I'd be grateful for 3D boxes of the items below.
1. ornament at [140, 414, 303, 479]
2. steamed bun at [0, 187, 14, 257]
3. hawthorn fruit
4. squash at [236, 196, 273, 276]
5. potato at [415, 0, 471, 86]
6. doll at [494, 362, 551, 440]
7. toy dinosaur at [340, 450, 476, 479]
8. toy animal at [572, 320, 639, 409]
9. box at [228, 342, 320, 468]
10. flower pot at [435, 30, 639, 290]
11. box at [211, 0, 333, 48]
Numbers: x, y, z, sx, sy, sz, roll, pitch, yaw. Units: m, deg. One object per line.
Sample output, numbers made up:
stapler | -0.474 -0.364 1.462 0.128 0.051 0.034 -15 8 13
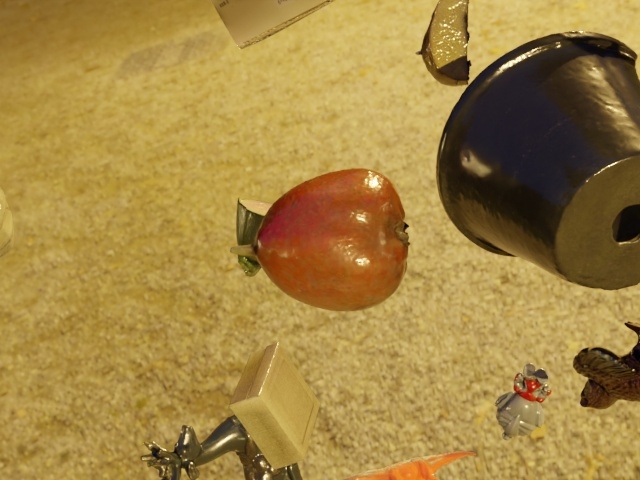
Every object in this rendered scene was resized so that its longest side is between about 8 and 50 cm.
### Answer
ornament | -0.150 0.338 1.243 0.236 0.202 0.080 -21 8 -25
steamed bun | -0.418 -0.062 0.943 0.144 0.218 0.211 -59 30 -2
hawthorn fruit | 0.000 0.000 1.245 0.251 0.199 0.199 -3 28 -3
squash | -0.106 0.006 1.482 0.105 0.132 0.105 17 13 -4
potato | 0.208 -0.351 1.551 0.089 0.172 0.100 -1 6 0
doll | 0.371 0.300 1.643 0.094 0.180 0.079 24 36 14
toy dinosaur | 0.131 0.408 1.492 0.280 0.055 0.101 -21 70 -20
toy animal | 0.467 0.210 1.356 0.219 0.179 0.116 9 35 -27
box | -0.039 0.146 0.807 0.035 0.079 0.083 -23 21 22
flower pot | 0.371 -0.075 1.284 0.379 0.379 0.251 -19 36 -3
box | -0.002 -0.301 0.954 0.168 0.095 0.212 -39 17 -27
